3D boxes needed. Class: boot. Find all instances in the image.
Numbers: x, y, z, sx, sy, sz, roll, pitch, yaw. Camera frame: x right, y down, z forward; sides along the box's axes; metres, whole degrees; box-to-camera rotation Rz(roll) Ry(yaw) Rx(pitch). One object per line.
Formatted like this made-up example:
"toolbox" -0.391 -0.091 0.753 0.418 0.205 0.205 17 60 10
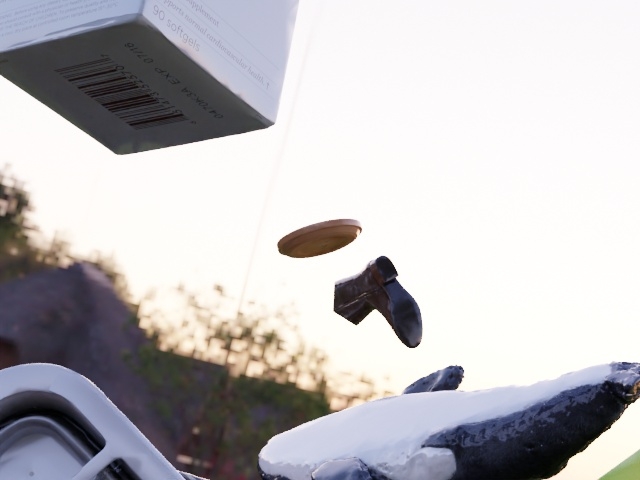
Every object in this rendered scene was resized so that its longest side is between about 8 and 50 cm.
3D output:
"boot" 0.057 0.078 1.470 0.037 0.106 0.114 -13 -13 -33

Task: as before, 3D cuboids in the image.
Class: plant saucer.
"plant saucer" 0.000 0.000 1.310 0.083 0.013 0.083 -13 -15 -4

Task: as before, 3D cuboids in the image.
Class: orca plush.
"orca plush" 0.097 0.148 0.886 0.287 0.102 0.151 -21 12 17

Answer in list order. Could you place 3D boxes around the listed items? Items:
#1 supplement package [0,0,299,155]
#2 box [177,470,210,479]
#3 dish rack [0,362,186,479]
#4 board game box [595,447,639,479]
"supplement package" -0.076 -0.148 0.672 0.105 0.179 0.105 -7 -28 35
"box" -0.115 0.220 0.994 0.275 0.094 0.113 24 -26 -36
"dish rack" -0.191 0.263 0.777 0.285 0.333 0.072 44 -21 16
"board game box" 0.164 0.063 0.396 0.092 0.181 0.043 28 -34 62
